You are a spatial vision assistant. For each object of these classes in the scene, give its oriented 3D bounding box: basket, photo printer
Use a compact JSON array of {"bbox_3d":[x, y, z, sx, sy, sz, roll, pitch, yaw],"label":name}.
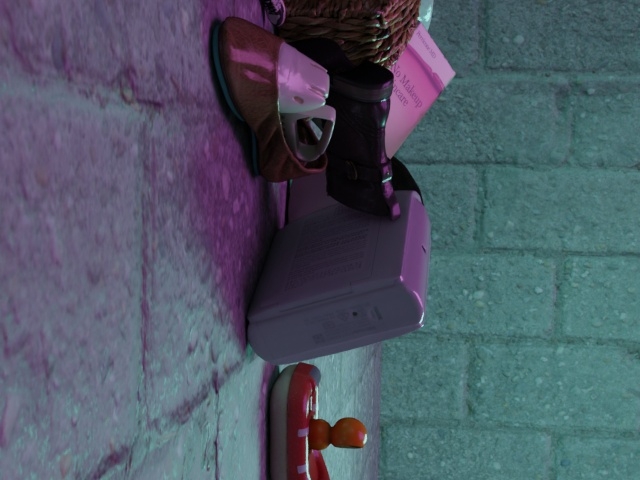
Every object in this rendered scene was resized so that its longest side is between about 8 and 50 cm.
[{"bbox_3d":[0.057,-0.354,1.674,0.299,0.214,0.223,-79,167,-47],"label":"basket"},{"bbox_3d":[0.037,0.040,1.513,0.307,0.256,0.107,-76,146,-59],"label":"photo printer"}]

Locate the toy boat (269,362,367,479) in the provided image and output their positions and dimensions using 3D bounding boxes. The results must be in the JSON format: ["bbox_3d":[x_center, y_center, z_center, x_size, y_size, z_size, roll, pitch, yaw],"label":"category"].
[{"bbox_3d":[0.000,0.315,1.652,0.151,0.151,0.231,-55,146,-75],"label":"toy boat"}]

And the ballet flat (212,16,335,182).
[{"bbox_3d":[-0.045,-0.172,1.310,0.342,0.124,0.116,76,19,-63],"label":"ballet flat"}]

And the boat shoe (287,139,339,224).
[{"bbox_3d":[0.000,0.000,1.763,0.158,0.127,0.340,85,16,-80],"label":"boat shoe"}]

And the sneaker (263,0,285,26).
[{"bbox_3d":[-0.072,-0.338,1.442,0.037,0.032,0.083,-57,145,-49],"label":"sneaker"}]

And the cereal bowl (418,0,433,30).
[{"bbox_3d":[0.126,-0.588,2.217,0.339,0.141,0.338,170,-90,-80],"label":"cereal bowl"}]

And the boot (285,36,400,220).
[{"bbox_3d":[0.018,-0.160,1.493,0.263,0.091,0.228,35,-41,42],"label":"boot"}]

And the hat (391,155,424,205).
[{"bbox_3d":[0.063,-0.009,1.943,0.134,0.331,0.331,-26,125,-39],"label":"hat"}]

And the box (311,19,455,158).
[{"bbox_3d":[0.104,-0.269,1.827,0.232,0.127,0.148,-52,130,-10],"label":"box"}]
